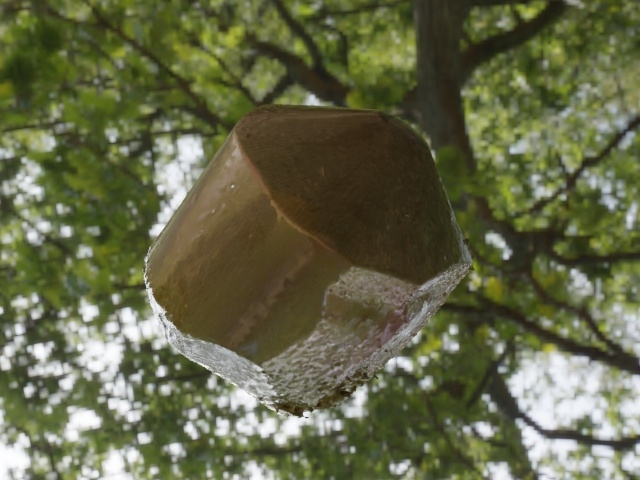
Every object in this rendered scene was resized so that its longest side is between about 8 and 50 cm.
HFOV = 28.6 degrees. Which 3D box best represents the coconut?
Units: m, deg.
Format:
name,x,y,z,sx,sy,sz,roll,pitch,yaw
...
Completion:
name,x,y,z,sx,sy,sz,roll,pitch,yaw
coconut,0.000,0.000,0.508,0.116,0.122,0.116,29,-152,-18
